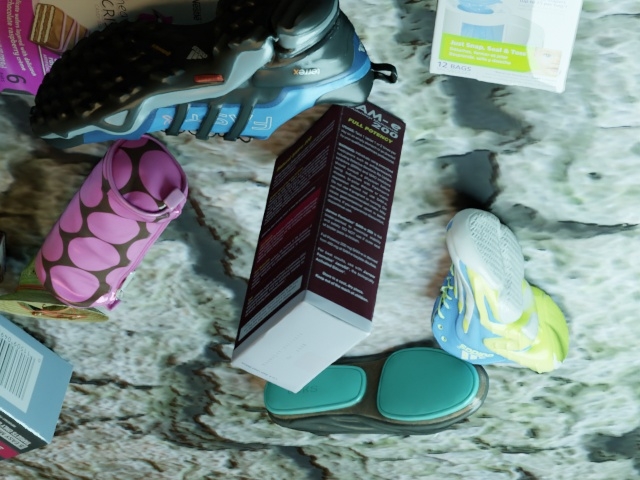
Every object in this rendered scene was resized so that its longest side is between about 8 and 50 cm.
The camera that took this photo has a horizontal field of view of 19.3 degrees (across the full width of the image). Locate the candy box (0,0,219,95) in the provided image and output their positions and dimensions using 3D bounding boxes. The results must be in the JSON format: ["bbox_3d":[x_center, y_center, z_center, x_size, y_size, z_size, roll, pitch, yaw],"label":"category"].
[{"bbox_3d":[-0.171,-0.190,1.610,0.233,0.071,0.159,6,142,7],"label":"candy box"}]

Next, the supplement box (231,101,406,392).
[{"bbox_3d":[0.000,0.000,1.668,0.073,0.239,0.130,26,141,-20],"label":"supplement box"}]

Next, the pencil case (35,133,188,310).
[{"bbox_3d":[-0.200,-0.014,1.834,0.098,0.095,0.209,49,141,7],"label":"pencil case"}]

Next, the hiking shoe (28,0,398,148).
[{"bbox_3d":[-0.100,-0.116,1.532,0.304,0.113,0.132,-14,135,28],"label":"hiking shoe"}]

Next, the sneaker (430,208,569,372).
[{"bbox_3d":[0.147,0.061,1.830,0.126,0.091,0.240,-10,139,27],"label":"sneaker"}]

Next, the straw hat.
[{"bbox_3d":[-0.283,0.045,1.953,0.144,0.061,0.144,6,171,1],"label":"straw hat"}]

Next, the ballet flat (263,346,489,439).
[{"bbox_3d":[0.072,0.166,1.998,0.280,0.095,0.096,-3,151,35],"label":"ballet flat"}]

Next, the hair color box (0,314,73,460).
[{"bbox_3d":[-0.484,0.188,2.155,0.374,0.113,0.185,-21,132,37],"label":"hair color box"}]

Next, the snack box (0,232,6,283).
[{"bbox_3d":[-0.418,0.001,1.968,0.178,0.022,0.064,12,140,2],"label":"snack box"}]

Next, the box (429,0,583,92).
[{"bbox_3d":[0.152,-0.225,1.446,0.114,0.103,0.203,9,143,3],"label":"box"}]
